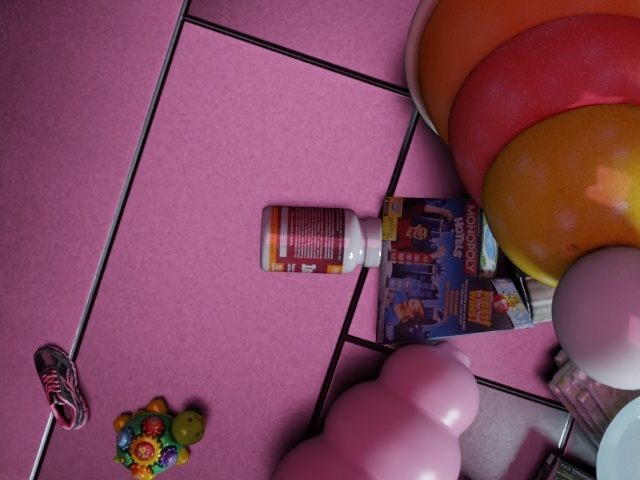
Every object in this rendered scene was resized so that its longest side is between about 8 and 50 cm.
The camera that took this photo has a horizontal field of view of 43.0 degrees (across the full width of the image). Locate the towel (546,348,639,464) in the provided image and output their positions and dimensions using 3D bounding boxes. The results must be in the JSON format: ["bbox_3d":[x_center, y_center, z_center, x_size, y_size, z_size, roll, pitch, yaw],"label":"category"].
[{"bbox_3d":[0.528,0.188,1.069,0.374,0.090,0.321,-37,96,0],"label":"towel"}]

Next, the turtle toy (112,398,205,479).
[{"bbox_3d":[-0.209,0.258,1.051,0.130,0.066,0.095,-26,93,-1],"label":"turtle toy"}]

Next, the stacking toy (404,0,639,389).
[{"bbox_3d":[0.258,-0.070,0.810,0.350,0.351,0.480,8,48,-2],"label":"stacking toy"}]

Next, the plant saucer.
[{"bbox_3d":[0.430,0.272,1.006,0.194,0.037,0.195,0,94,-3],"label":"plant saucer"}]

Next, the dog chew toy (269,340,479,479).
[{"bbox_3d":[0.077,0.271,1.005,0.206,0.206,0.332,37,82,-3],"label":"dog chew toy"}]

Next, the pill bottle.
[{"bbox_3d":[0.000,0.000,1.038,0.151,0.086,0.086,2,92,-2],"label":"pill bottle"}]

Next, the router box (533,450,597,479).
[{"bbox_3d":[0.342,0.354,1.090,0.122,0.038,0.092,30,91,-3],"label":"router box"}]

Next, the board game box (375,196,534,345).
[{"bbox_3d":[0.167,0.046,1.005,0.194,0.060,0.194,5,93,38],"label":"board game box"}]

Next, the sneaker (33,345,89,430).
[{"bbox_3d":[-0.339,0.193,1.049,0.047,0.057,0.119,-25,92,1],"label":"sneaker"}]

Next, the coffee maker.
[{"bbox_3d":[0.325,0.013,1.024,0.178,0.120,0.171,-13,95,6],"label":"coffee maker"}]
